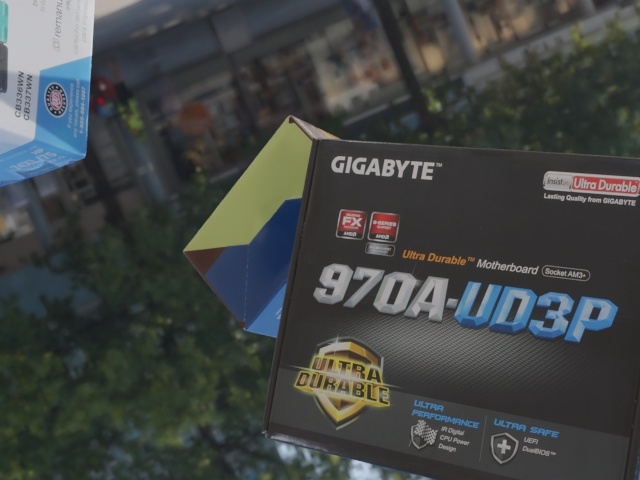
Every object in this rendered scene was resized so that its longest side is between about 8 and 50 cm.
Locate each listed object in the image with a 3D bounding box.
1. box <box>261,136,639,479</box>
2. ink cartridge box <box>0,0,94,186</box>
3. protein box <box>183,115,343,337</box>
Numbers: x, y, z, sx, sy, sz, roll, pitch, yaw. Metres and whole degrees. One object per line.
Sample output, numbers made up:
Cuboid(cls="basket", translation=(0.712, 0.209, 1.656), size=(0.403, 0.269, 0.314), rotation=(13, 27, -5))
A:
Cuboid(cls="box", translation=(0.081, 0.040, 0.656), size=(0.220, 0.175, 0.051), rotation=(8, 176, 36))
Cuboid(cls="ink cartridge box", translation=(-0.365, -0.176, 1.083), size=(0.197, 0.198, 0.270), rotation=(-12, 161, 38))
Cuboid(cls="protein box", translation=(0.000, 0.000, 1.388), size=(0.200, 0.136, 0.201), rotation=(-51, 146, 14))
